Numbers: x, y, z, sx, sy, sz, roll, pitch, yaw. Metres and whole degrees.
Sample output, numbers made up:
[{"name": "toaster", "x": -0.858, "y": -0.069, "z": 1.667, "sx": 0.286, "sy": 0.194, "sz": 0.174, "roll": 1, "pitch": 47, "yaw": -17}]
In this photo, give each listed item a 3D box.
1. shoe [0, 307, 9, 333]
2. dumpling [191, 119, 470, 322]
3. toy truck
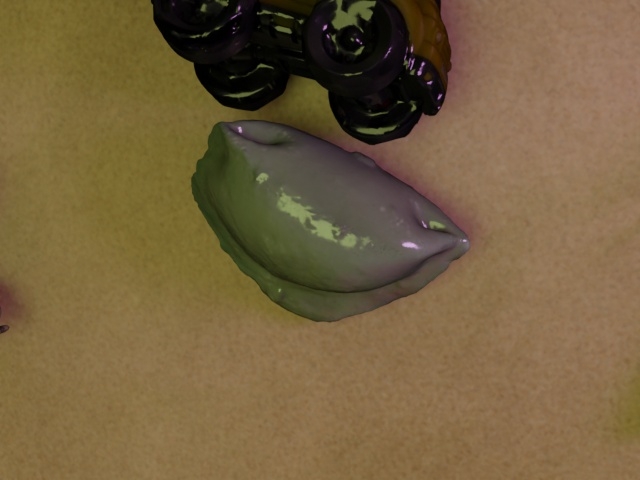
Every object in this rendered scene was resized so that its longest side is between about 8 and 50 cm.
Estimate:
[{"name": "shoe", "x": -0.384, "y": -0.037, "z": 1.268, "sx": 0.211, "sy": 0.132, "sz": 0.342, "roll": -19, "pitch": 99, "yaw": 18}, {"name": "dumpling", "x": 0.004, "y": -0.011, "z": 1.156, "sx": 0.217, "sy": 0.149, "sz": 0.104, "roll": 21, "pitch": 69, "yaw": 8}, {"name": "toy truck", "x": -0.005, "y": -0.177, "z": 1.100, "sx": 0.224, "sy": 0.147, "sz": 0.165, "roll": 16, "pitch": 79, "yaw": 17}]
